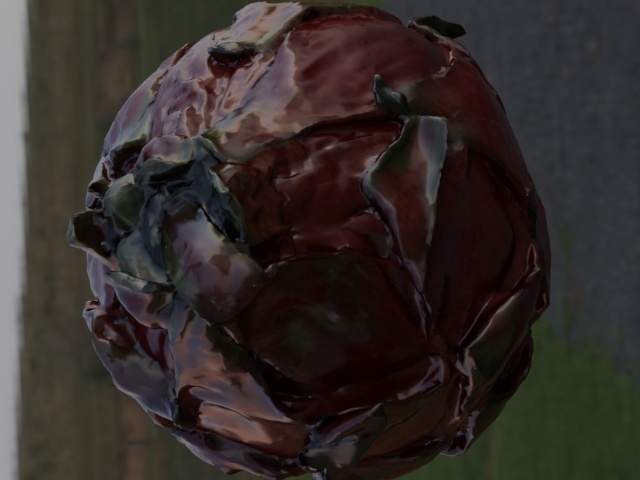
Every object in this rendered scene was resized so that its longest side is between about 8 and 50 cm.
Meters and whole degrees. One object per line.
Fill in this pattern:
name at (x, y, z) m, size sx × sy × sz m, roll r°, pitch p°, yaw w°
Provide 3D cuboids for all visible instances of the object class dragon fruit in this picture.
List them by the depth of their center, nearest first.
dragon fruit at (0.000, 0.000, 0.920) m, size 0.299 × 0.244 × 0.244 m, roll -3°, pitch -91°, yaw -73°
